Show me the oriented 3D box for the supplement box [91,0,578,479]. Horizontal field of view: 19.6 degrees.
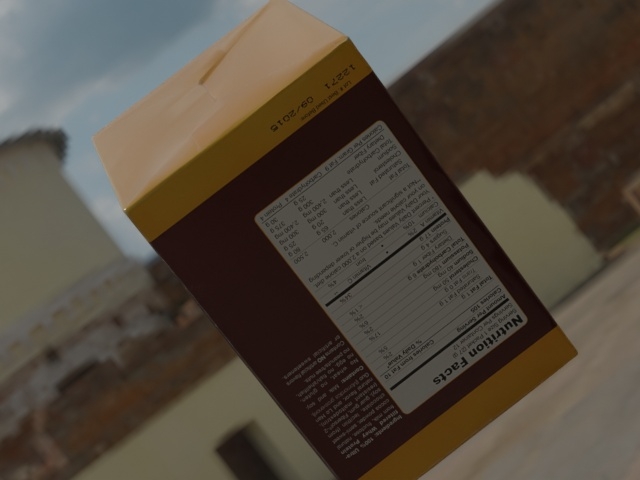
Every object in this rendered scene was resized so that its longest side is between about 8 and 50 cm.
[{"bbox_3d":[0.000,0.000,0.934,0.129,0.194,0.191,-37,17,-1],"label":"supplement box"}]
